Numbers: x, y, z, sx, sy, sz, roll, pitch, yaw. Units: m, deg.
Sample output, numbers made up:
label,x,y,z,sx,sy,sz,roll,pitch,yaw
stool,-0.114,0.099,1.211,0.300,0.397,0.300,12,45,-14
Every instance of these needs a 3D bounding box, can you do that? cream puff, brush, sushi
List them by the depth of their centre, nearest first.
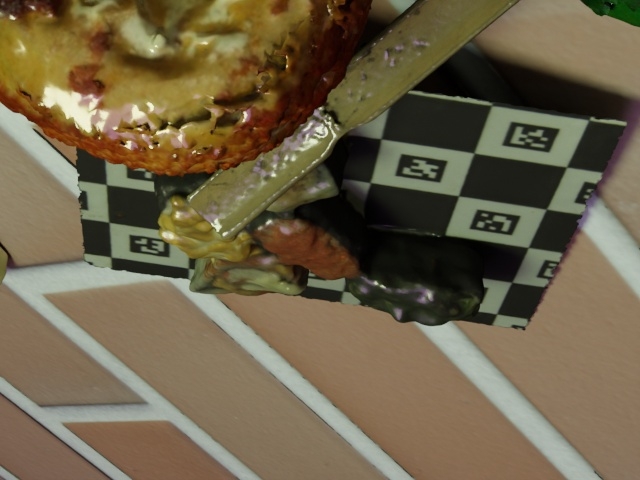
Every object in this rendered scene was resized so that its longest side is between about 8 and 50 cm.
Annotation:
label,x,y,z,sx,sy,sz,roll,pitch,yaw
cream puff,-0.085,-0.151,0.923,0.240,0.240,0.164,23,-176,1
brush,0.021,-0.088,0.994,0.248,0.036,0.043,-40,97,18
sushi,0.000,0.000,1.148,0.359,0.064,0.343,8,154,-2

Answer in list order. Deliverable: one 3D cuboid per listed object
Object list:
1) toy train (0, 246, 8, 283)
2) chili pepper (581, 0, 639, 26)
label,x,y,z,sx,sy,sz,roll,pitch,yaw
toy train,-0.367,0.011,1.550,0.138,0.050,0.087,7,150,28
chili pepper,0.177,-0.215,0.607,0.233,0.248,0.257,36,141,2
